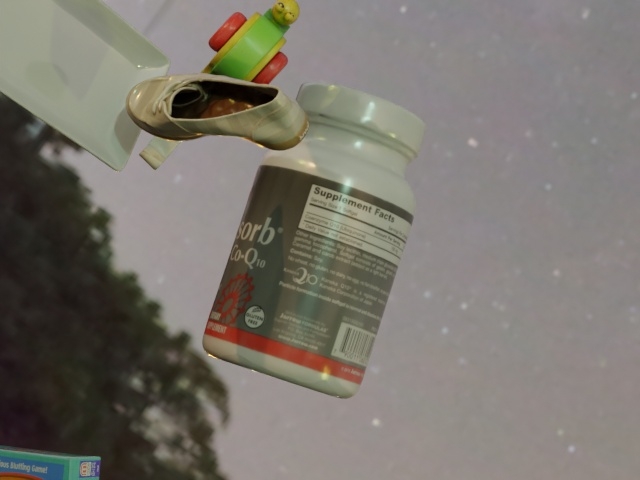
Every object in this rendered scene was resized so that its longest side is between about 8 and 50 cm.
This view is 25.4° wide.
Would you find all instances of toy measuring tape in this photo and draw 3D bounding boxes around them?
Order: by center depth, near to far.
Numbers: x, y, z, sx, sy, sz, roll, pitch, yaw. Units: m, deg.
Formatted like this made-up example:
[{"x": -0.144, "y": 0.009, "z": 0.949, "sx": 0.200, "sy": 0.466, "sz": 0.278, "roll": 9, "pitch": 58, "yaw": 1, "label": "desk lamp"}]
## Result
[{"x": -0.150, "y": -0.232, "z": 2.093, "sx": 0.121, "sy": 0.330, "sz": 0.121, "roll": 43, "pitch": 5, "yaw": -4, "label": "toy measuring tape"}]

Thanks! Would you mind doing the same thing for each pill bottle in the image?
[{"x": 0.000, "y": 0.000, "z": 1.793, "sx": 0.210, "sy": 0.363, "sz": 0.210, "roll": 18, "pitch": -5, "yaw": 2, "label": "pill bottle"}]

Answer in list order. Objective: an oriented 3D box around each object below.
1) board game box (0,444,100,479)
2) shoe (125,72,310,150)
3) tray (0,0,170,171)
[{"x": -0.295, "y": 0.312, "z": 1.400, "sx": 0.160, "sy": 0.210, "sz": 0.047, "roll": -1, "pitch": -6, "yaw": 35, "label": "board game box"}, {"x": -0.112, "y": -0.139, "z": 1.416, "sx": 0.219, "sy": 0.077, "sz": 0.058, "roll": 10, "pitch": -22, "yaw": 32, "label": "shoe"}, {"x": -0.272, "y": -0.192, "z": 1.467, "sx": 0.030, "sy": 0.145, "sz": 0.270, "roll": 10, "pitch": -18, "yaw": 39, "label": "tray"}]
